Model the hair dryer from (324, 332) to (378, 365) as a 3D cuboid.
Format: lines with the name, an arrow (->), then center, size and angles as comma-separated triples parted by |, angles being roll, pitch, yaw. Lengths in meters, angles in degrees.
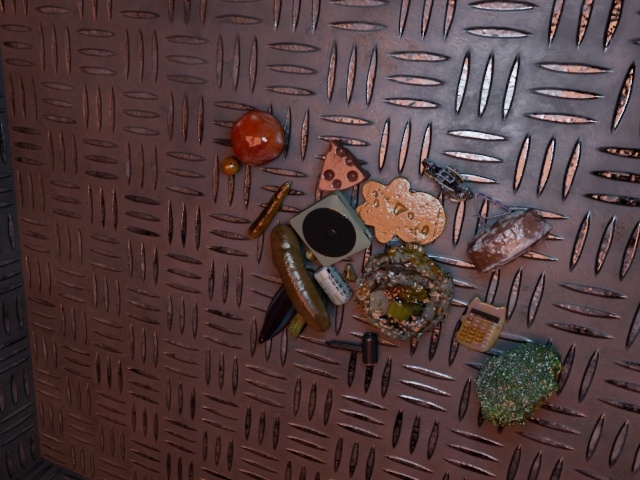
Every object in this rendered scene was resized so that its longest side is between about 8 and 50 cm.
hair dryer -> 0.133, 0.463, 1.903 | 0.256, 0.070, 0.128 | 6, 105, 23

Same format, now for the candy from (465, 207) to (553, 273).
candy -> 0.654, -0.003, 1.507 | 0.289, 0.214, 0.157 | -39, 83, 23

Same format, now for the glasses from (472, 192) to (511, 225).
glasses -> 0.614, -0.105, 1.578 | 0.140, 0.062, 0.103 | 31, 113, 11

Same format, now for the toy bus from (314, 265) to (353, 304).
toy bus -> 0.055, 0.194, 1.842 | 0.087, 0.089, 0.194 | -36, 91, 24

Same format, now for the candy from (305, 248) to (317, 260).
candy -> 0.000, 0.000, 1.840 | 0.061, 0.061, 0.202 | 34, 104, 9

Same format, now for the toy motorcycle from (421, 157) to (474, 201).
toy motorcycle -> 0.465, -0.215, 1.582 | 0.229, 0.130, 0.094 | 42, 91, 19

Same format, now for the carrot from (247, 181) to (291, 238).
carrot -> -0.217, -0.135, 1.875 | 0.066, 0.066, 0.314 | 40, 110, 6

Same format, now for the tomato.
tomato -> -0.259, -0.418, 1.742 | 0.232, 0.188, 0.231 | 4, 103, 17

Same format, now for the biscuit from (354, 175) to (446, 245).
biscuit -> 0.315, -0.111, 1.681 | 0.355, 0.052, 0.275 | 16, 100, 11

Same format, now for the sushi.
sushi -> 0.329, 0.215, 1.689 | 0.418, 0.176, 0.417 | 7, 115, 14

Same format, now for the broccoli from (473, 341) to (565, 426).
broccoli -> 0.741, 0.533, 1.626 | 0.249, 0.302, 0.375 | 38, 86, 30

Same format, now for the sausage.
sausage -> -0.097, 0.166, 1.831 | 0.123, 0.136, 0.500 | -34, 77, 61

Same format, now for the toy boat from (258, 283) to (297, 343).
toy boat -> -0.191, 0.338, 1.982 | 0.136, 0.079, 0.392 | 35, 110, 10

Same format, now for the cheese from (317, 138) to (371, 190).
cheese -> 0.108, -0.277, 1.687 | 0.177, 0.128, 0.202 | 19, 105, 12

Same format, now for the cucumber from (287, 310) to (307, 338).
cucumber -> -0.075, 0.348, 1.951 | 0.078, 0.062, 0.211 | 41, 120, 19

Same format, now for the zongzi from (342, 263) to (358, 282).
zongzi -> 0.140, 0.142, 1.829 | 0.083, 0.040, 0.076 | 13, 101, 4

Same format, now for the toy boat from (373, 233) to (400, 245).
toy boat -> 0.286, -0.044, 1.736 | 0.105, 0.034, 0.149 | 33, 99, 11

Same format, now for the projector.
projector -> 0.045, -0.046, 1.731 | 0.259, 0.079, 0.257 | -28, 105, 34

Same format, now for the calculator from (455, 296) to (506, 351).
calculator -> 0.635, 0.339, 1.703 | 0.157, 0.033, 0.236 | 20, 112, 13

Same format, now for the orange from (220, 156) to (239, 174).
orange -> -0.396, -0.327, 1.875 | 0.084, 0.083, 0.083 | 5, 105, 19
